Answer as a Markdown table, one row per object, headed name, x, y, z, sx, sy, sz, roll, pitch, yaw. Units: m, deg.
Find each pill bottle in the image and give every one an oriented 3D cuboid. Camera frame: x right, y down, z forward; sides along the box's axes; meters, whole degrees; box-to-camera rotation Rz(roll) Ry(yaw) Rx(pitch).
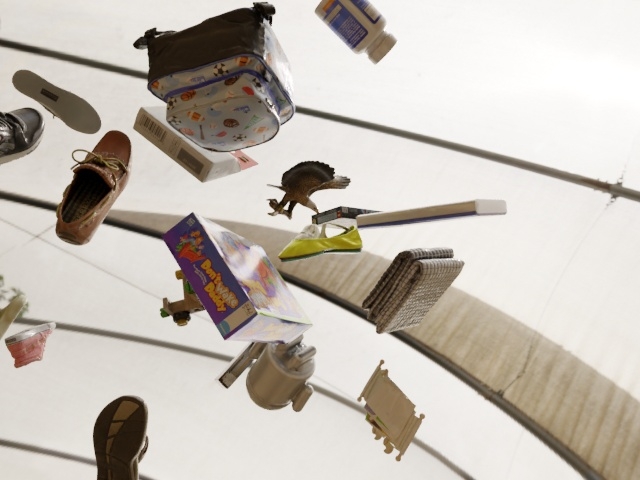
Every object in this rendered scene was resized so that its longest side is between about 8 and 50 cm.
| name | x | y | z | sx | sy | sz | roll | pitch | yaw |
| --- | --- | --- | --- | --- | --- | --- | --- | --- | --- |
| pill bottle | 0.124 | -0.721 | 1.786 | 0.272 | 0.152 | 0.152 | 42 | -38 | -14 |

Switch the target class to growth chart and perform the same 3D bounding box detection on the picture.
| name | x | y | z | sx | sy | sz | roll | pitch | yaw |
| --- | --- | --- | --- | --- | --- | --- | --- | --- | --- |
| growth chart | 0.186 | 0.470 | 1.485 | 0.172 | 0.021 | 0.237 | -58 | -138 | 14 |

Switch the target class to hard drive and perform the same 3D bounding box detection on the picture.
| name | x | y | z | sx | sy | sz | roll | pitch | yaw |
| --- | --- | --- | --- | --- | --- | --- | --- | --- | --- |
| hard drive | 0.282 | -0.065 | 1.367 | 0.319 | 0.210 | 0.040 | -6 | -91 | 38 |

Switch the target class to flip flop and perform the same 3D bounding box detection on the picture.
| name | x | y | z | sx | sy | sz | roll | pitch | yaw |
| --- | --- | --- | --- | --- | --- | --- | --- | --- | --- |
| flip flop | -0.406 | 0.439 | 1.124 | 0.112 | 0.080 | 0.277 | 12 | -72 | 12 |

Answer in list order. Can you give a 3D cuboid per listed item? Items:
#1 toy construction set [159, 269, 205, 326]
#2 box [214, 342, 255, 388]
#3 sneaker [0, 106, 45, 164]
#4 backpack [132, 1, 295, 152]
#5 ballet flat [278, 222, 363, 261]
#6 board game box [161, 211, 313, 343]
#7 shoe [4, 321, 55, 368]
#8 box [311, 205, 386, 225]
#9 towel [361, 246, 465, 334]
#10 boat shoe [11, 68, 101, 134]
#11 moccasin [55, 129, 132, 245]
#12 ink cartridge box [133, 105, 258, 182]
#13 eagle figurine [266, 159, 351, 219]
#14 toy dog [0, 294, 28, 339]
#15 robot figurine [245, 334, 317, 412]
| name | x | y | z | sx | sy | sz | roll | pitch | yaw |
| --- | --- | --- | --- | --- | --- | --- | --- | --- | --- |
| toy construction set | -0.415 | 0.160 | 1.792 | 0.309 | 0.237 | 0.257 | 27 | 41 | -85 |
| box | -0.325 | 0.497 | 2.174 | 0.056 | 0.231 | 0.183 | 44 | -22 | -1 |
| sneaker | -0.728 | -0.239 | 1.198 | 0.107 | 0.283 | 0.124 | 35 | -44 | -2 |
| backpack | -0.169 | -0.292 | 1.033 | 0.277 | 0.263 | 0.213 | -5 | -99 | 19 |
| ballet flat | 0.000 | 0.000 | 1.183 | 0.077 | 0.231 | 0.077 | -6 | -91 | 51 |
| board game box | -0.153 | 0.093 | 1.100 | 0.078 | 0.347 | 0.233 | -37 | -108 | 5 |
| shoe | -0.728 | 0.264 | 1.365 | 0.178 | 0.063 | 0.081 | -66 | 142 | -85 |
| box | 0.106 | -0.076 | 1.926 | 0.159 | 0.233 | 0.044 | -16 | -105 | 49 |
| towel | 0.278 | 0.144 | 1.641 | 0.121 | 0.235 | 0.283 | 49 | -57 | 31 |
| boat shoe | -0.899 | -0.471 | 1.849 | 0.113 | 0.306 | 0.105 | -62 | -160 | 1 |
| moccasin | -0.638 | -0.172 | 1.512 | 0.147 | 0.139 | 0.380 | 119 | -8 | -56 |
| ink cartridge box | -0.400 | -0.349 | 1.851 | 0.308 | 0.385 | 0.091 | 37 | -63 | 8 |
| eagle figurine | -0.054 | -0.198 | 2.066 | 0.298 | 0.225 | 0.226 | -45 | -157 | 15 |
| toy dog | -1.064 | 0.196 | 1.409 | 0.395 | 0.408 | 0.284 | -30 | -147 | 40 |
| robot figurine | -0.150 | 0.491 | 1.983 | 0.300 | 0.200 | 0.353 | 48 | -56 | 21 |
